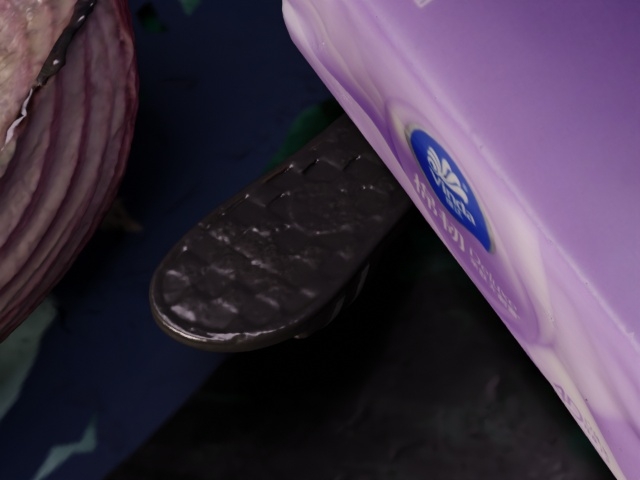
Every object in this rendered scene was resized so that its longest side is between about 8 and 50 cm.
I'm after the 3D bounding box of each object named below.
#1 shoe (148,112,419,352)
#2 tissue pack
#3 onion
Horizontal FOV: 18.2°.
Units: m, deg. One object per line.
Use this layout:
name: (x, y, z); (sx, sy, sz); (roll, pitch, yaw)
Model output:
shoe: (0.000, 0.000, 0.891); (0.071, 0.049, 0.179); (33, 57, 23)
tissue pack: (0.157, -0.064, 0.795); (0.242, 0.160, 0.338); (-31, 57, -8)
onion: (-0.177, -0.032, 0.935); (0.250, 0.111, 0.247); (-56, 35, -6)
